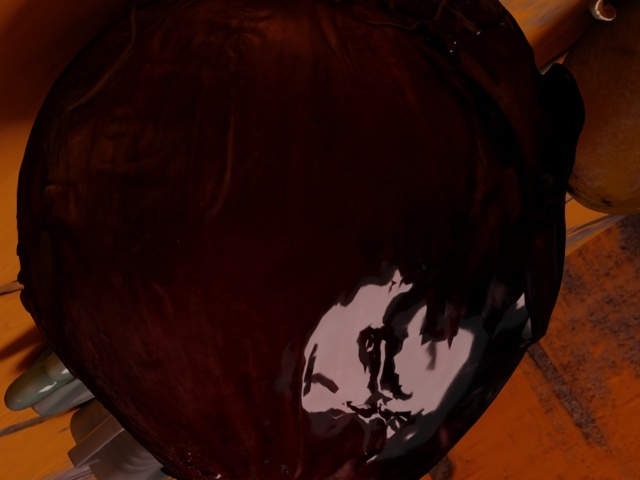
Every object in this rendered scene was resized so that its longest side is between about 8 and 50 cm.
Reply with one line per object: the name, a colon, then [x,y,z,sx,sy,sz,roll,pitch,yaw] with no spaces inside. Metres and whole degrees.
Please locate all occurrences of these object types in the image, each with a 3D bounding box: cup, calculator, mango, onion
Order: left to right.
cup: [-0.162,0.164,1.379,0.128,0.095,0.129,-15,158,-51]
calculator: [-0.126,0.065,1.154,0.184,0.042,0.295,-37,171,30]
onion: [-0.003,-0.020,0.656,0.221,0.280,0.281,1,-175,26]
mango: [0.287,-0.142,1.091,0.316,0.146,0.193,-43,174,23]

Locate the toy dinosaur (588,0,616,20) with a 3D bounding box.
toy dinosaur: [0.191,-0.199,0.840,0.212,0.057,0.142,-45,148,12]
